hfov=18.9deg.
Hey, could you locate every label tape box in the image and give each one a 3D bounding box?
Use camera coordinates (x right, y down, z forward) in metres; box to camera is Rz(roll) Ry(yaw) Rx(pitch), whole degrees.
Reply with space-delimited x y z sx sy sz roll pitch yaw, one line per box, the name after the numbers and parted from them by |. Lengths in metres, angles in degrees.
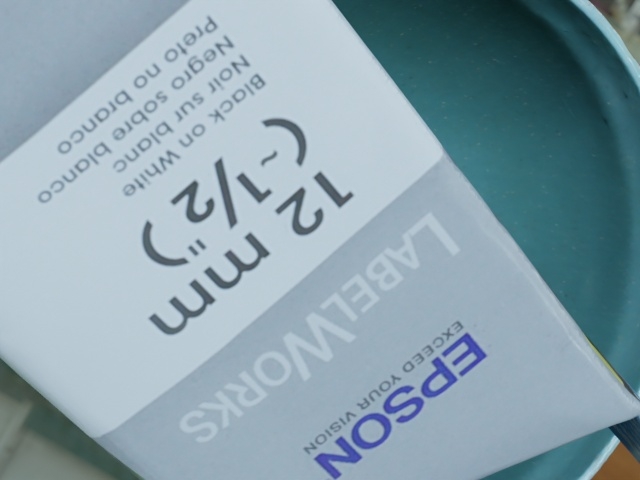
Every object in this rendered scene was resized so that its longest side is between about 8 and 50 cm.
-0.058 -0.044 0.521 0.347 0.115 0.249 51 0 -41 | label tape box

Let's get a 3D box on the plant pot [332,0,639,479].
0.000 0.000 0.946 0.293 0.293 0.196 19 -4 -27 | plant pot
